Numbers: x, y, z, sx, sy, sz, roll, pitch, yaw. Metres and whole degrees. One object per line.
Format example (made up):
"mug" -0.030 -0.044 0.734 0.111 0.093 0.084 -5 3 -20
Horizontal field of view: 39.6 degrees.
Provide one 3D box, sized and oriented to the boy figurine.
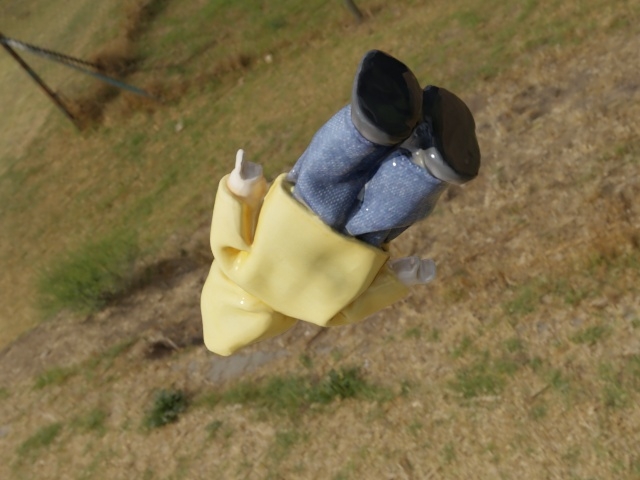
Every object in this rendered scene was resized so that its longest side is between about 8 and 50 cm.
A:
"boy figurine" 0.000 0.000 0.662 0.285 0.177 0.092 -49 24 43
